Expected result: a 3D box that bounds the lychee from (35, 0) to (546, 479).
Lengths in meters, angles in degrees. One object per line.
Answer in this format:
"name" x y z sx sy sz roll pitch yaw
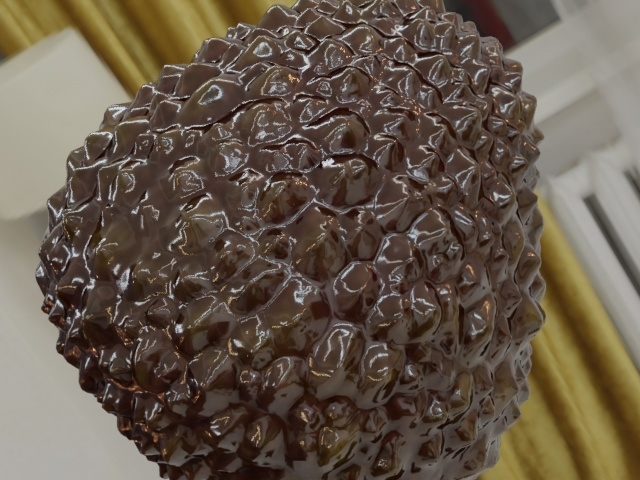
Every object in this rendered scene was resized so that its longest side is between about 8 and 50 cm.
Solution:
"lychee" 0.000 0.000 0.586 0.271 0.271 0.271 -31 14 9
